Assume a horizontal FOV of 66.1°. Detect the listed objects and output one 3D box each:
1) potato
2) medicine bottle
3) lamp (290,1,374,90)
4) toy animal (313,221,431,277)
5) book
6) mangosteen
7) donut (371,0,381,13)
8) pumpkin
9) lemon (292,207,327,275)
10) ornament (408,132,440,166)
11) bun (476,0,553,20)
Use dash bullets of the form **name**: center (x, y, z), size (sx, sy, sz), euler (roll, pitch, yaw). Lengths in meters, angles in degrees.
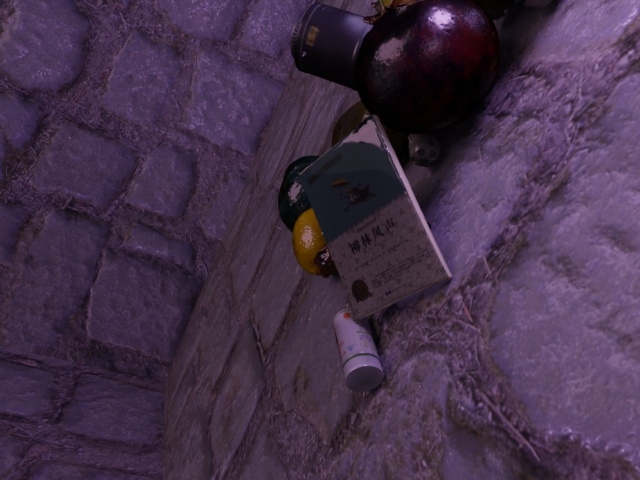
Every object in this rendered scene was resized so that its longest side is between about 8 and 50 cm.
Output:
- **potato**: center (0.133, -0.288, 1.347), size (0.307, 0.173, 0.210), euler (-1, 72, 70)
- **medicine bottle**: center (0.081, 0.241, 1.112), size (0.086, 0.086, 0.183), euler (-59, 23, 26)
- **lamp**: center (0.045, -0.573, 1.460), size (0.374, 0.272, 0.205), euler (-82, 5, -58)
- **toy animal**: center (0.103, 0.007, 1.176), size (0.312, 0.158, 0.097), euler (-52, 28, 41)
- **book**: center (0.103, -0.044, 1.073), size (0.264, 0.031, 0.379), euler (-34, 73, 41)
- **mangosteen**: center (0.201, -0.400, 1.037), size (0.306, 0.359, 0.306), euler (-34, 21, 15)
- **donut**: center (0.301, -0.852, 1.488), size (0.382, 0.142, 0.382), euler (-49, 30, 41)
- **pumpkin**: center (-0.042, -0.149, 1.619), size (0.263, 0.197, 0.293), euler (-59, 21, 33)
- **lemon**: center (0.000, 0.000, 1.426), size (0.170, 0.170, 0.207), euler (-49, 37, 43)
- **ornament**: center (0.243, -0.241, 1.168), size (0.075, 0.081, 0.156), euler (129, 157, -50)
- **bun**: center (0.360, -0.585, 0.959), size (0.281, 0.205, 0.281), euler (176, 90, -70)
